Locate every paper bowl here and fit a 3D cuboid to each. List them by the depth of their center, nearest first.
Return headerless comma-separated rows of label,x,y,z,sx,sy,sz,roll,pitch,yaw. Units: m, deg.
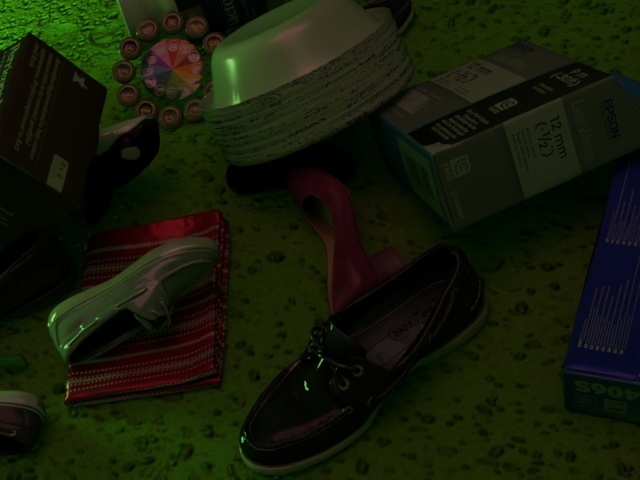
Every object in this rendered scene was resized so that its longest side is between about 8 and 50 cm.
paper bowl,-0.030,-0.227,1.471,0.284,0.148,0.284,-24,19,9

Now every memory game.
memory game,-0.220,-0.255,1.657,0.186,0.012,0.186,-1,78,5

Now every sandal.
sandal,-0.040,-0.102,1.493,0.179,0.067,0.040,-6,35,13

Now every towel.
towel,-0.214,0.078,1.394,0.198,0.031,0.275,-10,46,8

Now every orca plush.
orca plush,-0.339,-0.068,1.520,0.287,0.151,0.102,-20,80,0

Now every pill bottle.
pill bottle,-0.187,-0.399,1.749,0.264,0.153,0.153,-21,46,-3

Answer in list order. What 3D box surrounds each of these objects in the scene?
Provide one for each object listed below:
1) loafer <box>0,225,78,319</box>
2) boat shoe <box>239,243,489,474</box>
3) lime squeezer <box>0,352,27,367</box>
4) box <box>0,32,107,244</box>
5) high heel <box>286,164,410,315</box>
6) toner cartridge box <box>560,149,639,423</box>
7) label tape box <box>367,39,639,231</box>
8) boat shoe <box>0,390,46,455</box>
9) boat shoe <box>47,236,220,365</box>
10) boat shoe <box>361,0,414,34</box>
loafer,-0.462,0.076,1.419,0.302,0.095,0.109,-29,47,-12
boat shoe,0.043,0.120,1.224,0.340,0.113,0.127,-31,48,-14
lime squeezer,-0.524,0.167,1.346,0.310,0.110,0.059,-25,37,-8
box,-0.459,-0.089,1.426,0.381,0.143,0.191,-20,49,32
high heel,0.000,0.000,1.374,0.117,0.082,0.244,-27,59,-23
toner cartridge box,0.384,0.041,1.231,0.165,0.075,0.348,8,50,23
label tape box,0.259,-0.160,1.373,0.347,0.115,0.249,-25,24,-6
boat shoe,-0.433,0.228,1.289,0.228,0.080,0.076,-3,45,2
boat shoe,-0.214,0.079,1.330,0.227,0.079,0.081,-29,56,0
boat shoe,0.039,-0.314,1.660,0.233,0.079,0.084,-29,45,-14
